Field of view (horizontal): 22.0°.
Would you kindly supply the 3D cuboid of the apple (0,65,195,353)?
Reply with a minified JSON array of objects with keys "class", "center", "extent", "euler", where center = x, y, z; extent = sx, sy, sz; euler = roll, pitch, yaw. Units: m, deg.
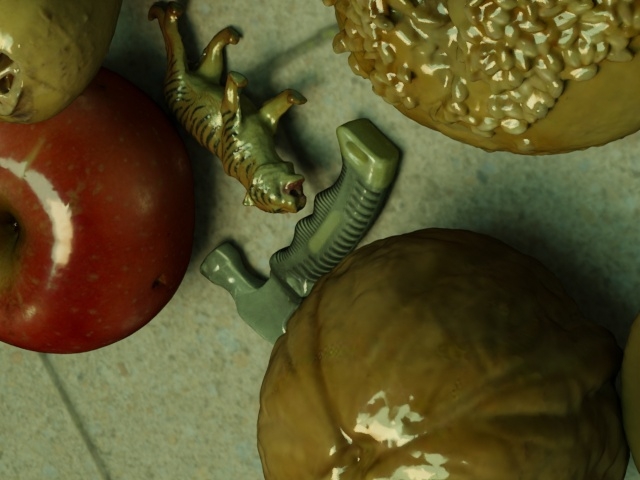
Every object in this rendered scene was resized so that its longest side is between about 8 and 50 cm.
[{"class":"apple","center":[-0.229,-0.030,1.446],"extent":[0.260,0.216,0.260],"euler":[10,112,27]}]

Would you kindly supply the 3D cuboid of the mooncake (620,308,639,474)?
[{"class":"mooncake","center":[0.365,0.103,1.174],"extent":[0.284,0.155,0.284],"euler":[13,116,27]}]

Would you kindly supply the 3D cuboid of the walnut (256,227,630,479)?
[{"class":"walnut","center":[0.100,0.131,1.250],"extent":[0.277,0.313,0.252],"euler":[35,113,26]}]

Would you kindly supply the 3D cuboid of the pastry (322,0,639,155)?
[{"class":"pastry","center":[0.138,-0.193,1.182],"extent":[0.316,0.184,0.284],"euler":[5,111,29]}]

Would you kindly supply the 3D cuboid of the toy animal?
[{"class":"toy animal","center":[-0.086,-0.117,1.408],"extent":[0.241,0.057,0.099],"euler":[44,124,31]}]

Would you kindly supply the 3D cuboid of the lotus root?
[{"class":"lotus root","center":[-0.238,-0.233,1.337],"extent":[0.169,0.342,0.151],"euler":[35,126,-28]}]

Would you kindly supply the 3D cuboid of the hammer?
[{"class":"hammer","center":[0.000,0.000,1.425],"extent":[0.159,0.041,0.226],"euler":[40,123,12]}]
